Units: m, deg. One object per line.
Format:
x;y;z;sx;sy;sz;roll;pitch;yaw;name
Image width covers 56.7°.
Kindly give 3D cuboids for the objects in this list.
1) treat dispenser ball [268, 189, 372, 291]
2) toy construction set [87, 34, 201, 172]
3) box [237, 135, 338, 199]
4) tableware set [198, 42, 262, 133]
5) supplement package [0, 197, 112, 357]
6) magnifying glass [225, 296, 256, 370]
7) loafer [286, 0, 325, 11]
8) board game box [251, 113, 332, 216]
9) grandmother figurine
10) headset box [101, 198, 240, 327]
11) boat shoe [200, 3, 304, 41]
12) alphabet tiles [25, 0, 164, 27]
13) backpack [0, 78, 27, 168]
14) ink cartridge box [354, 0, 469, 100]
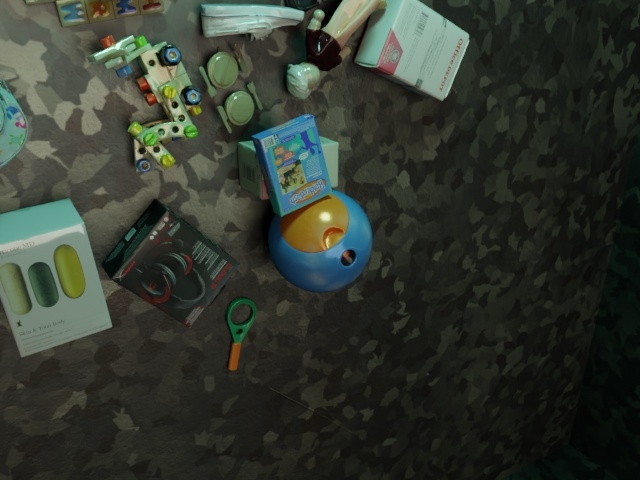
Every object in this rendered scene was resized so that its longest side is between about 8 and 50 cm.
0.000;0.000;1.634;0.288;0.288;0.288;-13;116;-28;treat dispenser ball
-0.389;-0.328;1.345;0.215;0.151;0.328;-33;135;-17;toy construction set
-0.086;-0.201;1.581;0.232;0.148;0.127;-12;114;-28;box
-0.231;-0.379;1.485;0.128;0.039;0.194;-43;133;-25;tableware set
-0.612;0.075;1.321;0.199;0.198;0.263;-18;118;-26;supplement package
-0.245;0.277;1.756;0.092;0.026;0.231;0;107;-33;magnifying glass
0.036;-0.694;1.490;0.302;0.095;0.109;-47;126;-8;loafer
-0.067;-0.187;1.475;0.160;0.047;0.210;-26;119;-22;board game box
0.027;-0.519;1.539;0.342;0.104;0.208;-53;143;4;grandmother figurine
-0.370;0.070;1.532;0.218;0.110;0.293;-51;127;-5;headset box
-0.164;-0.528;1.442;0.258;0.095;0.084;-6;117;-20;boat shoe
-0.451;-0.598;1.219;0.342;0.011;0.285;-21;135;-25;alphabet tiles
-0.706;-0.244;1.147;0.225;0.191;0.253;-41;131;-13;backpack
0.262;-0.543;1.681;0.283;0.117;0.207;14;102;-39;ink cartridge box
